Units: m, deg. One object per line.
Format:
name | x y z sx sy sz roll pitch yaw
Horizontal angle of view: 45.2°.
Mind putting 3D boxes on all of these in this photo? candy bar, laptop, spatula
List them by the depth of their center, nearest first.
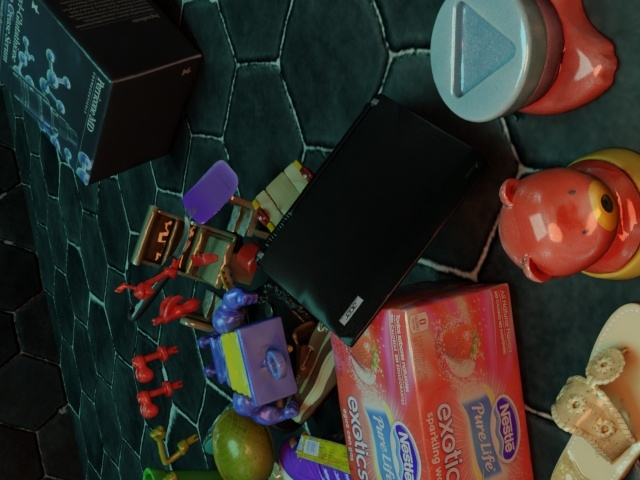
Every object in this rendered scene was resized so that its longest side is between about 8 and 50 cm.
laptop | 0.045 -0.034 0.876 0.234 0.136 0.264 -53 3 2
candy bar | 0.014 0.280 1.012 0.161 0.018 0.040 -8 66 57
spatula | -0.222 0.009 1.198 0.296 0.030 0.084 -57 47 14

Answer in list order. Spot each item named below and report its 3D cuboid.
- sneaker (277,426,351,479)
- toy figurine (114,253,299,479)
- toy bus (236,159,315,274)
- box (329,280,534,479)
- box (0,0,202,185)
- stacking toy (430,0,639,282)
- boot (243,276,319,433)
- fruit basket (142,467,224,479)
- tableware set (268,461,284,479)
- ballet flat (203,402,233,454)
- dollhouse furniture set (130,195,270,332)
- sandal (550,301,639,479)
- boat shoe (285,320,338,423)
sneaker | 0.046 0.300 1.064 0.293 0.102 0.146 14 102 53
toy figurine | -0.118 0.195 1.034 0.217 0.191 0.363 -8 94 54
toy bus | -0.002 -0.011 1.046 0.191 0.104 0.202 0 69 32
box | 0.125 0.203 0.839 0.142 0.154 0.300 -3 95 56
box | -0.462 -0.364 1.507 0.395 0.212 0.293 48 139 13
stacking toy | 0.216 -0.136 0.639 0.279 0.130 0.309 -49 56 52
boot | -0.048 0.154 1.171 0.207 0.094 0.246 133 128 -57
fruit basket | -0.304 0.655 1.453 0.392 0.392 0.283 52 138 40
tableware set | -0.108 0.423 1.389 0.168 0.020 0.141 43 138 32
ballet flat | -0.176 0.356 1.476 0.188 0.070 0.070 -49 56 49
dollhouse furniture set | -0.206 0.021 1.268 0.242 0.161 0.212 13 85 69
sandal | 0.248 0.174 0.706 0.088 0.079 0.240 40 130 47
boat shoe | 0.004 0.152 1.073 0.095 0.095 0.257 41 125 12
